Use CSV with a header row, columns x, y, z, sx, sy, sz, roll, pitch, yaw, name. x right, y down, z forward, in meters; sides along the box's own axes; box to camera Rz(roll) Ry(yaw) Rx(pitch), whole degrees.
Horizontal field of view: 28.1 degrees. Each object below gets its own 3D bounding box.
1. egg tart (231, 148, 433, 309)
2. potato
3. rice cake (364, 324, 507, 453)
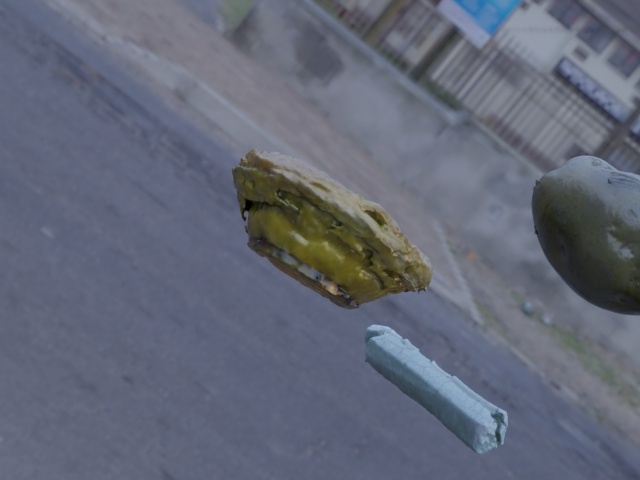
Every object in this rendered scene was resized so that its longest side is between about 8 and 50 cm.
x,y,z,sx,sy,sz,roll,pitch,yaw,name
0.000,0.000,1.628,0.294,0.123,0.294,34,-8,5,egg tart
0.367,-0.006,1.615,0.235,0.178,0.160,45,24,20,potato
0.171,0.229,2.046,0.063,0.066,0.336,-12,30,-31,rice cake
